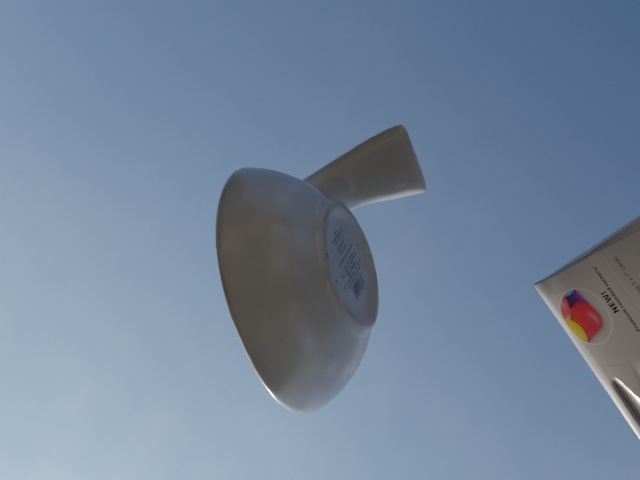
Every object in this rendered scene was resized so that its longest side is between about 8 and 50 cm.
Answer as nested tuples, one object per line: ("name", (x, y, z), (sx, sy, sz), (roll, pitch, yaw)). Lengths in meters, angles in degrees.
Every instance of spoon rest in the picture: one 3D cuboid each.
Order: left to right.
("spoon rest", (0.000, 0.000, 0.504), (0.084, 0.276, 0.137), (-16, -74, 24))

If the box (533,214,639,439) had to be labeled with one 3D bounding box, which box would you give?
("box", (0.188, 0.035, 0.318), (0.145, 0.038, 0.186), (57, -34, 12))
